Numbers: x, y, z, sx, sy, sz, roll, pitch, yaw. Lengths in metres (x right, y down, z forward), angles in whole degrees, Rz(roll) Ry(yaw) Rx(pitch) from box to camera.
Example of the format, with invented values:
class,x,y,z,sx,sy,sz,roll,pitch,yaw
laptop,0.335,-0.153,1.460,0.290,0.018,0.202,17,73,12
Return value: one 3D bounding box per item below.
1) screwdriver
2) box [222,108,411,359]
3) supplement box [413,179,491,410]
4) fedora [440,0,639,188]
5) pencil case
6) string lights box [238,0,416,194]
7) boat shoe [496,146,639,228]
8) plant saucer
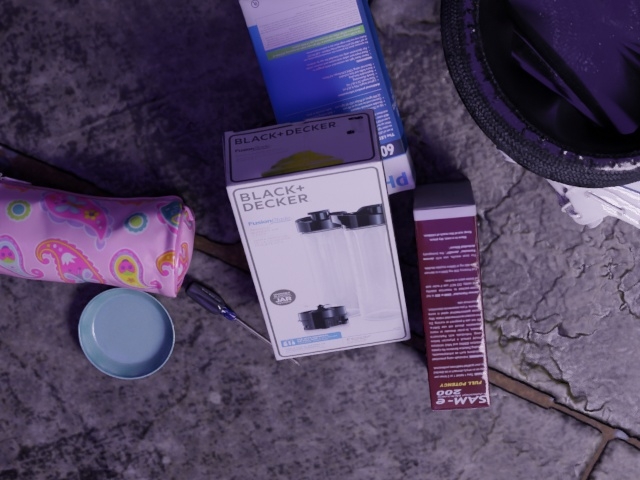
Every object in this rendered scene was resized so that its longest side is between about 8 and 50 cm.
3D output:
class,x,y,z,sx,sy,sz,roll,pitch,yaw
screwdriver,-0.093,0.102,1.628,0.170,0.025,0.024,35,105,-15
box,0.000,0.000,1.480,0.169,0.087,0.290,-8,135,3
supplement box,0.151,0.061,1.537,0.073,0.130,0.239,-5,104,5
fedora,0.285,-0.225,1.431,0.334,0.152,0.334,1,98,6
pencil case,-0.290,-0.008,1.556,0.284,0.124,0.124,8,106,3
string lights box,0.012,-0.170,1.510,0.133,0.077,0.259,-15,104,9
boat shoe,0.313,-0.055,1.511,0.258,0.095,0.084,20,102,0
plant saucer,-0.236,0.111,1.635,0.119,0.021,0.119,1,106,4
